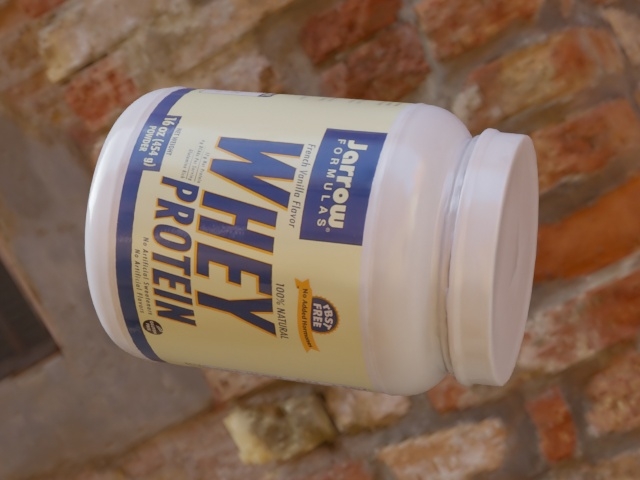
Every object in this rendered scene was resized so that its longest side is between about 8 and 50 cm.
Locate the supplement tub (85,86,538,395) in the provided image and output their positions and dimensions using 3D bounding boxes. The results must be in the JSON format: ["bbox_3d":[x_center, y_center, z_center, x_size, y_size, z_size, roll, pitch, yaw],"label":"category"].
[{"bbox_3d":[0.000,0.000,1.073,0.325,0.235,0.235,6,20,18],"label":"supplement tub"}]
